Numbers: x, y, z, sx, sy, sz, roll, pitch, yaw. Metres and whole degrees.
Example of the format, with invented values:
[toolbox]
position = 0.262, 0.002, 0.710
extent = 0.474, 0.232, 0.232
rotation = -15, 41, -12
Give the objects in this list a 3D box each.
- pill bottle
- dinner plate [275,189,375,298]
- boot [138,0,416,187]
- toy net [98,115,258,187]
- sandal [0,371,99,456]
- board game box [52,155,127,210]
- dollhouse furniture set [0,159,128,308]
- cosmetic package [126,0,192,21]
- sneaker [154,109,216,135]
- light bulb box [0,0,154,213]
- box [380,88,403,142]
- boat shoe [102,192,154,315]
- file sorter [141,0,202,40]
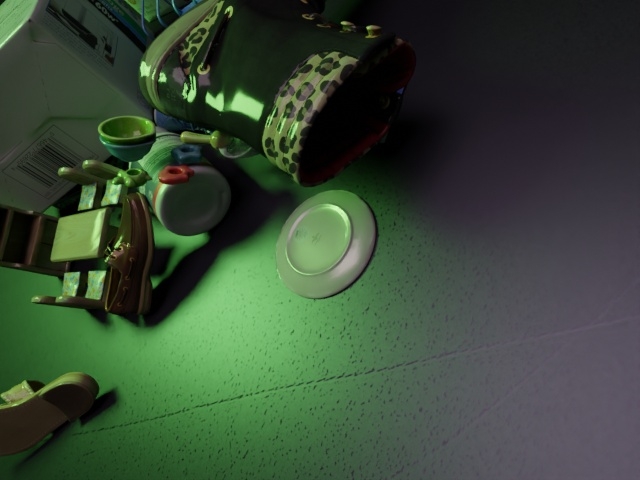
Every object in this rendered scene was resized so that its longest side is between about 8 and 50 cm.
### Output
[pill bottle]
position = -0.217, -0.095, 0.714
extent = 0.108, 0.108, 0.180
rotation = -50, 50, 3
[dinner plate]
position = 0.000, 0.000, 0.585
extent = 0.141, 0.017, 0.141
rotation = -16, 59, 28
[boot]
position = -0.008, -0.249, 0.578
extent = 0.284, 0.138, 0.377
rotation = 36, 76, 32
[toy net]
position = -0.158, -0.127, 0.633
extent = 0.232, 0.045, 0.122
rotation = -13, 40, -25
[sandal]
position = -0.420, 0.242, 0.724
extent = 0.239, 0.088, 0.079
rotation = -26, 24, 13
[board game box]
position = -0.439, -0.143, 0.934
extent = 0.186, 0.026, 0.126
rotation = -19, 59, 25
[dollhouse furniture set]
position = -0.421, -0.008, 0.754
extent = 0.241, 0.161, 0.213
rotation = -5, 73, 36
[cosmetic package]
position = -0.298, -0.532, 0.981
extent = 0.238, 0.099, 0.061
rotation = -7, 64, 31
[sneaker]
position = -0.187, -0.207, 0.764
extent = 0.211, 0.080, 0.081
rotation = -10, 60, 31
[light bulb box]
position = -0.512, -0.285, 0.893
extent = 0.357, 0.225, 0.361
rotation = -32, 45, 16
[box]
position = 0.017, -0.186, 0.646
extent = 0.178, 0.042, 0.109
rotation = 11, 75, 37
[boat shoe]
position = -0.268, 0.022, 0.673
extent = 0.064, 0.060, 0.178
rotation = 24, 112, 52
[file sorter]
position = -0.220, -0.419, 0.854
extent = 0.170, 0.104, 0.118
rotation = -17, 71, 30
